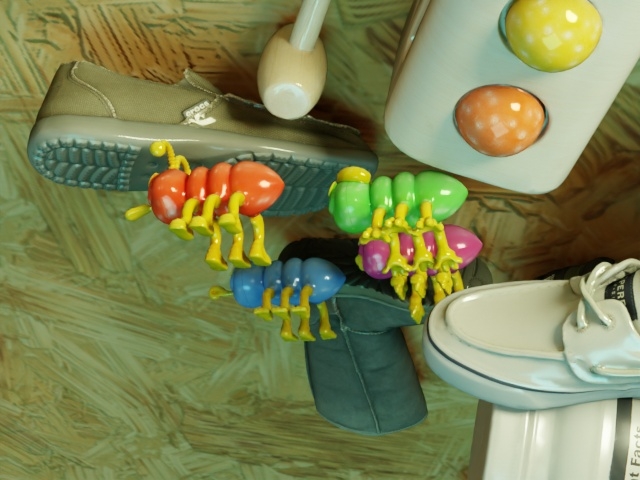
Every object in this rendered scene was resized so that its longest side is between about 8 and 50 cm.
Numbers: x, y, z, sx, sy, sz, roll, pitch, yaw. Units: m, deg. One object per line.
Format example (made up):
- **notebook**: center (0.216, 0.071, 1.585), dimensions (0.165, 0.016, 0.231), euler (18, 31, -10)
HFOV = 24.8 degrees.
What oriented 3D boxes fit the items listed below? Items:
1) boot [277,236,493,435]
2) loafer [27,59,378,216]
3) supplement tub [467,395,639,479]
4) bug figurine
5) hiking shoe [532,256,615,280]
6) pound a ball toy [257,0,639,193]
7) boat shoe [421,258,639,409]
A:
- **boot**: center (0.062, 0.088, 1.187), dimensions (0.189, 0.076, 0.208), euler (9, 136, 25)
- **loafer**: center (-0.076, -0.080, 1.009), dimensions (0.251, 0.087, 0.094), euler (8, 152, -24)
- **supplement tub**: center (0.247, 0.162, 1.028), dimensions (0.272, 0.191, 0.191), euler (9, 141, 3)
- **bug figurine**: center (0.000, 0.000, 0.995), dimensions (0.216, 0.072, 0.279), euler (-3, 161, 12)
- **hiking shoe**: center (0.217, 0.103, 1.176), dimensions (0.114, 0.086, 0.227), euler (-6, 130, 32)
- **pound a ball toy**: center (0.091, -0.148, 0.848), dimensions (0.208, 0.136, 0.319), euler (16, 140, -7)
- **boat shoe**: center (0.196, 0.055, 0.929), dimensions (0.267, 0.096, 0.088), euler (7, 141, 15)
